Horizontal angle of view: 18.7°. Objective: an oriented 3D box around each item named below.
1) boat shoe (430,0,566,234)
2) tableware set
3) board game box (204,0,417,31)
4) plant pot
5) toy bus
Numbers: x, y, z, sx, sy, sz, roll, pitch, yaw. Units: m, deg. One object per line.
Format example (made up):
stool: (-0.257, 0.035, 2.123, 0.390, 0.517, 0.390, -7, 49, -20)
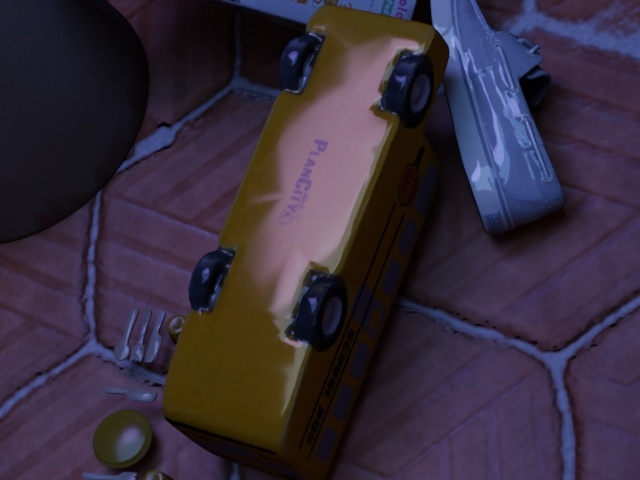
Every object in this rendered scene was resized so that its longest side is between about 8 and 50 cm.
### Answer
boat shoe: (0.137, -0.112, 1.481, 0.081, 0.079, 0.227, -14, 64, 4)
tableware set: (-0.116, 0.124, 1.480, 0.104, 0.024, 0.154, 4, 64, 20)
board game box: (-0.054, -0.291, 1.512, 0.303, 0.097, 0.224, 16, 90, -4)
plant pot: (-0.309, -0.171, 1.564, 0.256, 0.274, 0.256, -9, 60, 16)
toy bus: (0.000, 0.000, 1.421, 0.108, 0.130, 0.332, 14, 73, 27)
